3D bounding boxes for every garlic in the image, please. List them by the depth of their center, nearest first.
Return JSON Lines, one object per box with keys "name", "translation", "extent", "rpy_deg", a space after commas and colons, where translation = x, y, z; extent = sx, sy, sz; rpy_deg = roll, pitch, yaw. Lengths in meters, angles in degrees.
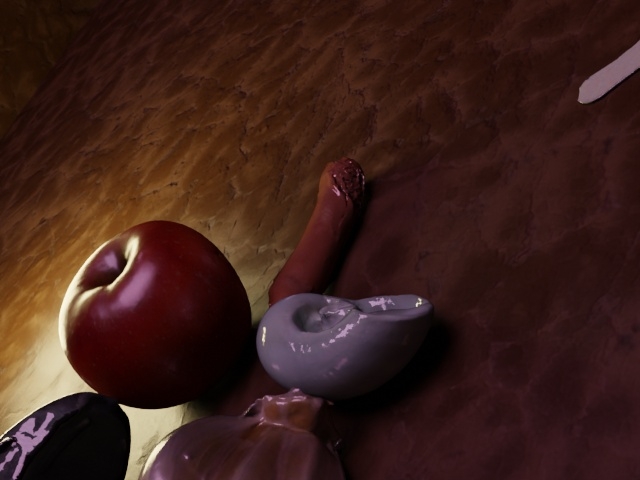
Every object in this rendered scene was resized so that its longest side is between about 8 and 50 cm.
{"name": "garlic", "translation": [-0.090, 0.303, 1.200], "extent": [0.237, 0.210, 0.292], "rpy_deg": [18, 58, 21]}

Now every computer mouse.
{"name": "computer mouse", "translation": [-0.384, 0.358, 1.431], "extent": [0.114, 0.203, 0.374], "rpy_deg": [15, 68, 42]}

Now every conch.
{"name": "conch", "translation": [0.032, 0.112, 1.263], "extent": [0.221, 0.121, 0.185], "rpy_deg": [-1, 32, 48]}

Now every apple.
{"name": "apple", "translation": [-0.220, 0.101, 1.516], "extent": [0.260, 0.216, 0.260], "rpy_deg": [-33, 29, 22]}

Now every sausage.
{"name": "sausage", "translation": [-0.001, 0.000, 1.506], "extent": [0.078, 0.078, 0.304], "rpy_deg": [-18, 38, 41]}

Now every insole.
{"name": "insole", "translation": [0.394, -0.229, 1.340], "extent": [0.197, 0.004, 0.065], "rpy_deg": [-38, 29, 15]}
